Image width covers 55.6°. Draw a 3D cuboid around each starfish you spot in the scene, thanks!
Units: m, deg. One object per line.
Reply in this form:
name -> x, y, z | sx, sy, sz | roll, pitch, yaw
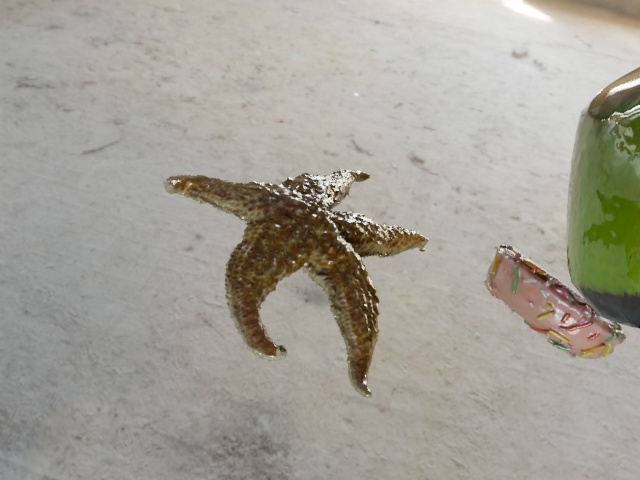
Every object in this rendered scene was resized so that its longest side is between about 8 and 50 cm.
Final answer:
starfish -> 0.002, -0.003, 0.615 | 0.299, 0.060, 0.302 | 41, 42, 20

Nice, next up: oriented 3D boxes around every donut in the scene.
donut -> 0.339, 0.090, 0.932 | 0.199, 0.085, 0.233 | 36, 10, -7

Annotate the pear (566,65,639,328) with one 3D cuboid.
pear -> 0.367, -0.096, 0.475 | 0.399, 0.165, 0.399 | -27, 7, 4
